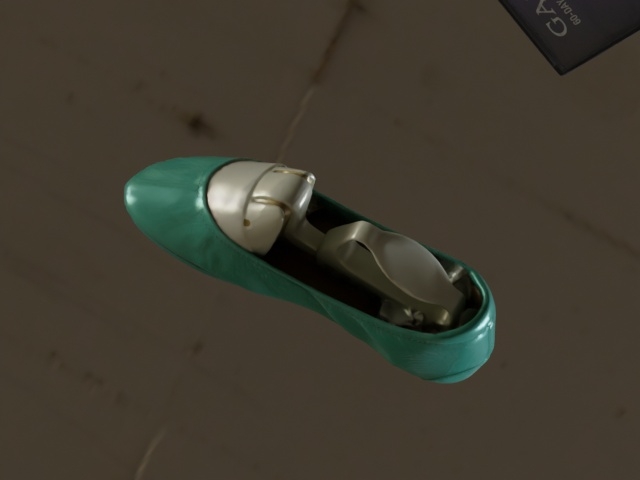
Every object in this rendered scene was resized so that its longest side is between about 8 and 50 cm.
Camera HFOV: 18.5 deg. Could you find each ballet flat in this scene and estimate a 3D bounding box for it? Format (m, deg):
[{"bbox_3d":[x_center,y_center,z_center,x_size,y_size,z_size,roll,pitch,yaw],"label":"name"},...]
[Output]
[{"bbox_3d":[0.000,0.000,1.194,0.247,0.087,0.083,28,-126,2],"label":"ballet flat"}]

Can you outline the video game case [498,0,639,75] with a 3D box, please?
[{"bbox_3d":[0.158,-0.216,0.982,0.196,0.274,0.026,50,-133,-10],"label":"video game case"}]
